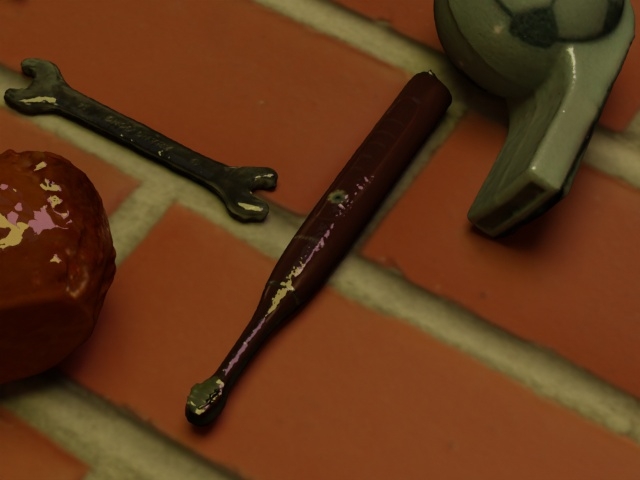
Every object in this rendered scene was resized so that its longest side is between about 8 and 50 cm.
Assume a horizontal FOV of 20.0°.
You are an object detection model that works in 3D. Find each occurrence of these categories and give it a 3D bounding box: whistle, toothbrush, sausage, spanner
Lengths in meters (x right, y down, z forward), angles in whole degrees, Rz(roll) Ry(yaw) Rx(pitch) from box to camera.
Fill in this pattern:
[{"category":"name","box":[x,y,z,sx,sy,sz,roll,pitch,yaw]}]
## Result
[{"category":"whistle","box":[0.151,-0.158,1.410,0.164,0.163,0.289,19,54,13]},{"category":"toothbrush","box":[0.000,0.001,1.359,0.041,0.041,0.364,25,56,17]},{"category":"sausage","box":[-0.274,0.031,1.260,0.268,0.153,0.141,-18,55,-13]},{"category":"spanner","box":[-0.142,-0.081,1.433,0.255,0.015,0.054,27,55,18]}]
